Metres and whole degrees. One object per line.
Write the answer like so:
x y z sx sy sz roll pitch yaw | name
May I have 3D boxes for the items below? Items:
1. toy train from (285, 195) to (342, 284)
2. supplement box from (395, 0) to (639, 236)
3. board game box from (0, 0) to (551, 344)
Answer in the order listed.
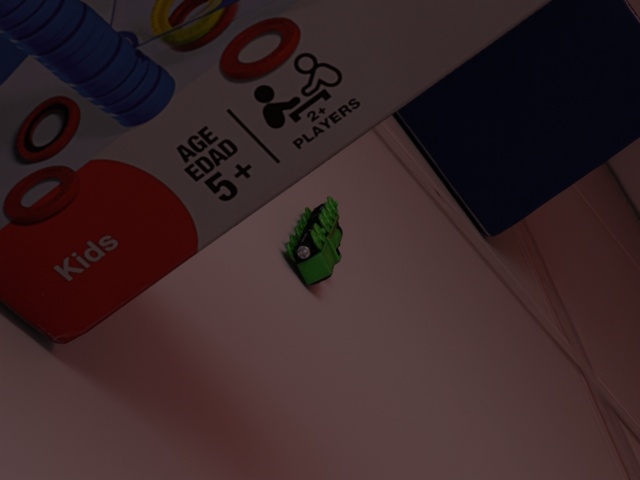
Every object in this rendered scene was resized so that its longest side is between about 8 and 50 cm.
0.000 0.000 0.631 0.024 0.017 0.083 62 12 -9 | toy train
0.174 -0.163 1.232 0.195 0.194 0.356 53 13 -4 | supplement box
-0.043 -0.166 0.276 0.302 0.308 0.086 44 18 -33 | board game box
